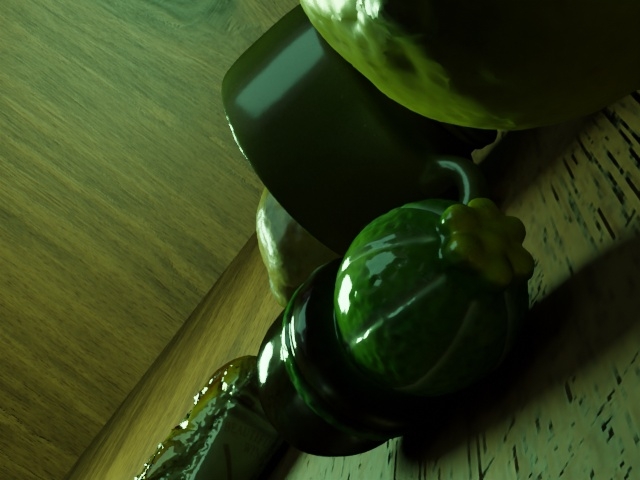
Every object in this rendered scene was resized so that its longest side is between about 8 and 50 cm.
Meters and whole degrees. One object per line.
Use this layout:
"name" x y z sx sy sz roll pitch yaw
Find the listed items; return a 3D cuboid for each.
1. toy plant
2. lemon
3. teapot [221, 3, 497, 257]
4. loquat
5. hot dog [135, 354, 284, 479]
"toy plant" 0.035 0.038 0.520 0.162 0.093 0.092 -47 8 47
"lemon" 0.109 -0.195 0.565 0.320 0.245 0.245 -53 5 -36
"teapot" 0.053 -0.093 0.784 0.175 0.186 0.267 -38 48 23
"loquat" 0.000 0.000 0.953 0.137 0.113 0.137 7 -90 -88
"hot dog" -0.110 0.195 0.811 0.268 0.075 0.144 -56 7 -15
